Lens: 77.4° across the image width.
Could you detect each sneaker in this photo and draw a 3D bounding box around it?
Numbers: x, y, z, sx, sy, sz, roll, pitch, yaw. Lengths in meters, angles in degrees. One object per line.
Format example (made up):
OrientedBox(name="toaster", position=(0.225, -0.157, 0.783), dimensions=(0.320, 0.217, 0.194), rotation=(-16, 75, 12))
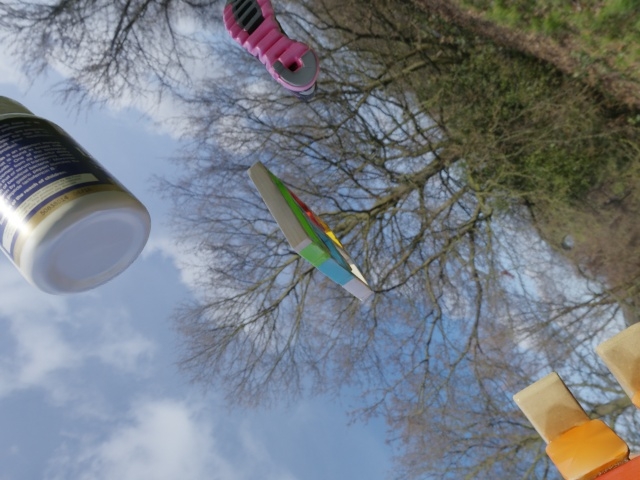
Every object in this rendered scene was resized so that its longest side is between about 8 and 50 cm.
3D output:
OrientedBox(name="sneaker", position=(-0.042, -0.173, 0.361), dimensions=(0.119, 0.047, 0.057), rotation=(54, -173, 10))

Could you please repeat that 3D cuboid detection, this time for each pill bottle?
OrientedBox(name="pill bottle", position=(-0.362, -0.066, 0.515), dimensions=(0.265, 0.153, 0.153), rotation=(39, -157, 16))

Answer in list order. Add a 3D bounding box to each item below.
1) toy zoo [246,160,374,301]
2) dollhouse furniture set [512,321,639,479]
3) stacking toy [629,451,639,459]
OrientedBox(name="toy zoo", position=(0.000, 0.000, 0.702), dimensions=(0.293, 0.030, 0.192), rotation=(41, -167, -53))
OrientedBox(name="dollhouse furniture set", position=(0.164, 0.158, 0.208), dimensions=(0.135, 0.259, 0.262), rotation=(54, -170, -1))
OrientedBox(name="stacking toy", position=(0.542, 0.334, 0.446), dimensions=(0.352, 0.479, 0.350), rotation=(2, -141, -2))
